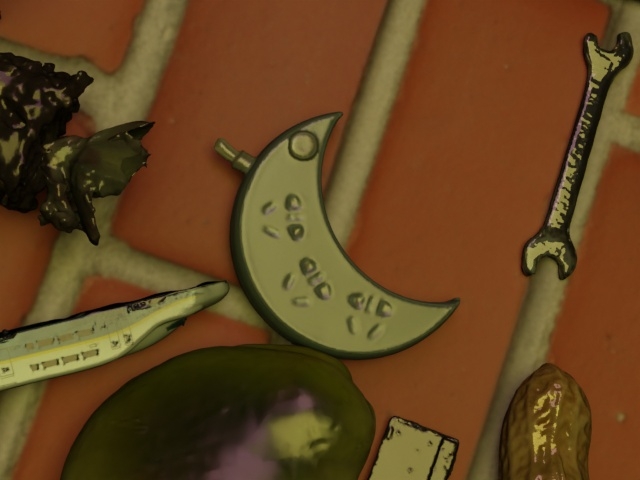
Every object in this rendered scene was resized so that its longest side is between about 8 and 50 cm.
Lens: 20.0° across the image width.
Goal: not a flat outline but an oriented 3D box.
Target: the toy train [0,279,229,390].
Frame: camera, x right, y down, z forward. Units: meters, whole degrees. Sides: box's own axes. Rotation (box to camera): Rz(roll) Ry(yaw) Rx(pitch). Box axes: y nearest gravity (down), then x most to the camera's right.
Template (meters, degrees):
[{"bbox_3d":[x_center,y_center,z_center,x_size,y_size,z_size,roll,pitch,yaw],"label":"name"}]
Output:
[{"bbox_3d":[-0.188,0.083,1.581,0.234,0.052,0.051,-13,89,-14],"label":"toy train"}]

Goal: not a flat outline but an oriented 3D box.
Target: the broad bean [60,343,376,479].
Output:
[{"bbox_3d":[-0.081,0.203,1.544,0.291,0.119,0.238,-30,73,-16],"label":"broad bean"}]

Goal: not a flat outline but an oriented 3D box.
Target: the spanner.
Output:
[{"bbox_3d":[0.243,-0.083,1.709,0.054,0.015,0.254,19,80,-7],"label":"spanner"}]

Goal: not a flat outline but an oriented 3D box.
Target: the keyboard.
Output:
[{"bbox_3d":[0.056,0.274,1.624,0.072,0.023,0.231,21,79,-2],"label":"keyboard"}]

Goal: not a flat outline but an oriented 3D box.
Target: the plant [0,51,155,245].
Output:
[{"bbox_3d":[-0.249,-0.086,1.547,0.203,0.131,0.142,18,77,-11],"label":"plant"}]

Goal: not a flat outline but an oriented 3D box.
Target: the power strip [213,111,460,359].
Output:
[{"bbox_3d":[0.000,0.000,1.629,0.168,0.054,0.253,-35,92,-14],"label":"power strip"}]

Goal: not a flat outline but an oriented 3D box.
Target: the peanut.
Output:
[{"bbox_3d":[0.201,0.207,1.627,0.083,0.093,0.194,-1,85,15],"label":"peanut"}]
